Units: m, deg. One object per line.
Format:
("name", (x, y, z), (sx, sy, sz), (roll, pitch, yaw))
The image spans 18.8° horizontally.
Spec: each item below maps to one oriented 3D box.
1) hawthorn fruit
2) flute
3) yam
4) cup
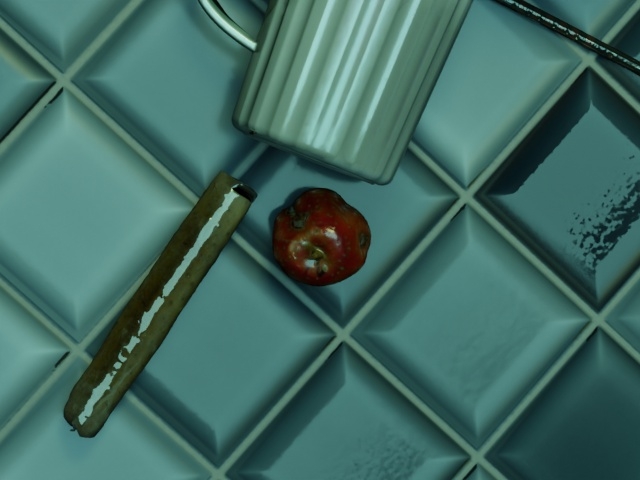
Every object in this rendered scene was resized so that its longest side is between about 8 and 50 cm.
("hawthorn fruit", (0.000, 0.000, 1.674), (0.093, 0.093, 0.093), (0, 92, -8))
("flute", (0.236, -0.181, 1.740), (0.269, 0.014, 0.014), (27, 88, -8))
("yam", (-0.142, 0.056, 1.676), (0.046, 0.046, 0.264), (35, 86, -8))
("cup", (0.004, -0.171, 1.648), (0.221, 0.167, 0.202), (22, 91, 25))
